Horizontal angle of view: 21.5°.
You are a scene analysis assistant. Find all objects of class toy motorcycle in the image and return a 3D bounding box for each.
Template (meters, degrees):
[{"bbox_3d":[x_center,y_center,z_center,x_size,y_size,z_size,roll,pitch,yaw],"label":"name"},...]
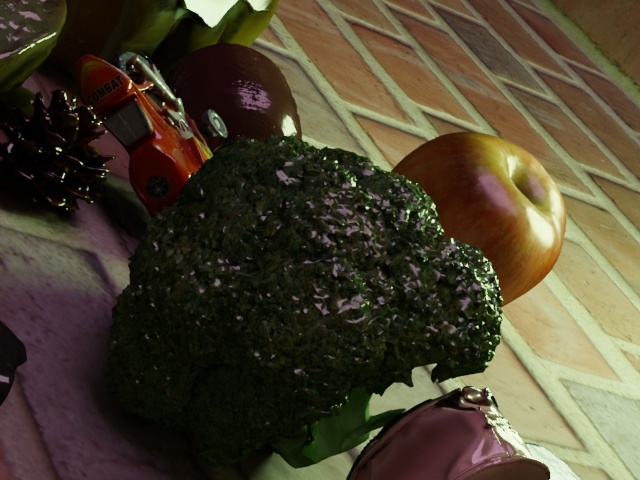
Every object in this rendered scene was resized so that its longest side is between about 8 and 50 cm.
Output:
[{"bbox_3d":[-0.161,-0.080,1.868,0.298,0.089,0.171,59,25,0],"label":"toy motorcycle"}]

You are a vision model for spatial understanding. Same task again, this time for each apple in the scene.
[{"bbox_3d":[0.175,-0.005,2.110,0.242,0.241,0.242,33,33,-25],"label":"apple"}]

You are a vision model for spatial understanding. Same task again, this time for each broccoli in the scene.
[{"bbox_3d":[-0.030,0.059,1.563,0.413,0.310,0.321,5,-6,36],"label":"broccoli"}]

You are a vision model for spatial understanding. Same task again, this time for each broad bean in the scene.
[{"bbox_3d":[-0.317,-0.125,1.888,0.213,0.048,0.070,39,21,16],"label":"broad bean"}]

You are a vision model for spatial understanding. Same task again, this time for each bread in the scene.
[{"bbox_3d":[-0.188,-0.326,2.159,0.210,0.300,0.341,35,17,33],"label":"bread"}]

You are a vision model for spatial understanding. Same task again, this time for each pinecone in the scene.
[{"bbox_3d":[-0.282,-0.097,1.770,0.140,0.121,0.140,29,2,-1],"label":"pinecone"}]

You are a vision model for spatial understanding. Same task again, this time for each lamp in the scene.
[{"bbox_3d":[-0.111,-0.135,2.064,0.180,0.180,0.258,25,23,-21],"label":"lamp"}]

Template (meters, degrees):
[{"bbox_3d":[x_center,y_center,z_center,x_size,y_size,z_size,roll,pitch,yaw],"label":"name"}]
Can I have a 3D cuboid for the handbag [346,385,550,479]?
[{"bbox_3d":[0.112,0.231,1.526,0.179,0.205,0.116,-14,47,-29],"label":"handbag"}]

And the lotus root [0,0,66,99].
[{"bbox_3d":[-0.459,-0.301,1.804,0.390,0.111,0.375,26,44,-8],"label":"lotus root"}]

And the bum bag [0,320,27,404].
[{"bbox_3d":[-0.360,0.026,1.441,0.326,0.080,0.142,44,26,24],"label":"bum bag"}]

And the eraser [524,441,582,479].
[{"bbox_3d":[0.269,0.338,1.645,0.155,0.101,0.332,9,32,-50],"label":"eraser"}]
